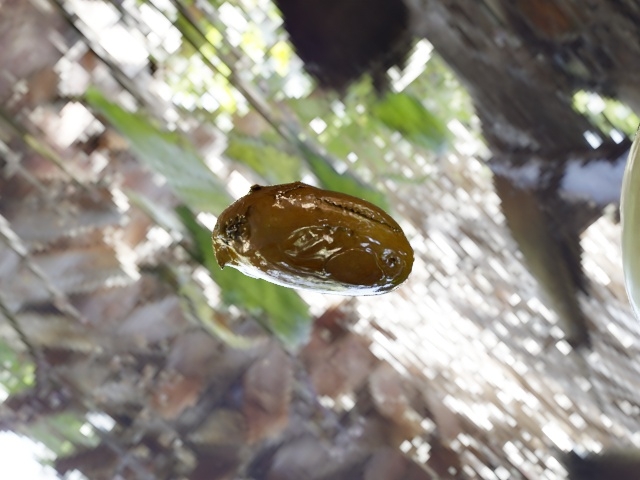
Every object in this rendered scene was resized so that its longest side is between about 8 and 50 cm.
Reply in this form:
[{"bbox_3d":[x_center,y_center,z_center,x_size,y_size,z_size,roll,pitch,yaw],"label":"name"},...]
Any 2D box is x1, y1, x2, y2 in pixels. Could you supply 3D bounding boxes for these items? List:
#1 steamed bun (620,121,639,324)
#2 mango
[{"bbox_3d":[0.366,-0.031,1.289,0.233,0.312,0.334,10,-111,48],"label":"steamed bun"},{"bbox_3d":[0.000,0.000,0.951,0.077,0.127,0.063,172,-71,-72],"label":"mango"}]
